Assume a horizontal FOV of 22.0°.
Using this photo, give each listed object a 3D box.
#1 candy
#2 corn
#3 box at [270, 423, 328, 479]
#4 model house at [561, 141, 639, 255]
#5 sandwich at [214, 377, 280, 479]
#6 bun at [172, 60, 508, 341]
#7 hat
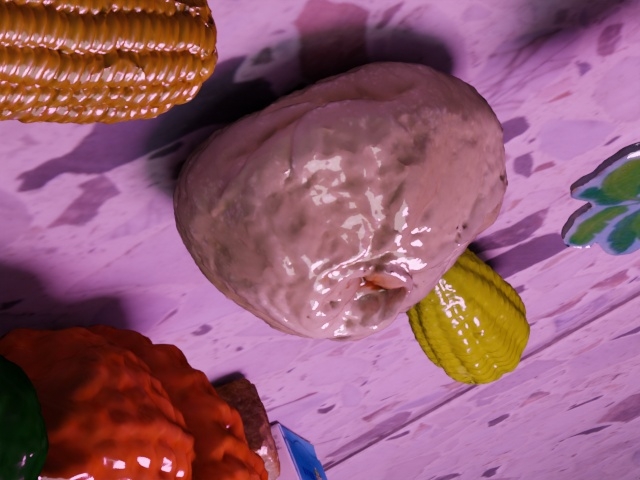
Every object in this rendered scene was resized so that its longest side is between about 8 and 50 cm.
[{"bbox_3d":[0.115,0.054,1.368,0.097,0.097,0.209,-26,153,7],"label":"candy"},{"bbox_3d":[-0.150,-0.099,0.702,0.102,0.102,0.313,-36,155,31],"label":"corn"},{"bbox_3d":[-0.098,0.268,1.683,0.194,0.073,0.139,-26,159,7],"label":"box"},{"bbox_3d":[0.281,-0.130,0.999,0.313,0.242,0.358,8,148,-26],"label":"model house"},{"bbox_3d":[-0.164,0.258,1.506,0.288,0.099,0.254,-22,142,-4],"label":"sandwich"},{"bbox_3d":[0.020,-0.016,1.032,0.220,0.134,0.220,-17,156,-8],"label":"bun"},{"bbox_3d":[-0.198,0.138,1.095,0.285,0.285,0.400,-21,144,-5],"label":"hat"}]
